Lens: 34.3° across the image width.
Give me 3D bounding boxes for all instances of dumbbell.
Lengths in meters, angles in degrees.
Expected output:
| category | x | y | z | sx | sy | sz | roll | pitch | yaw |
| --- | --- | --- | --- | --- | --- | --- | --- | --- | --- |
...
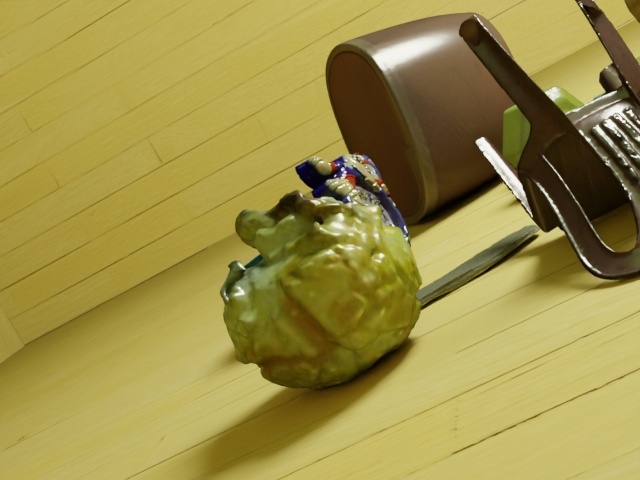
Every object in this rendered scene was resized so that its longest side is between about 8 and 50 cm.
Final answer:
| category | x | y | z | sx | sy | sz | roll | pitch | yaw |
| --- | --- | --- | --- | --- | --- | --- | --- | --- | --- |
| dumbbell | 0.323 | -0.139 | 1.195 | 0.108 | 0.121 | 0.302 | -60 | 14 | -14 |

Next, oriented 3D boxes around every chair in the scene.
| category | x | y | z | sx | sy | sz | roll | pitch | yaw |
| --- | --- | --- | --- | --- | --- | --- | --- | --- | --- |
| chair | 0.263 | -0.071 | 0.920 | 0.175 | 0.183 | 0.326 | -28 | 51 | 4 |

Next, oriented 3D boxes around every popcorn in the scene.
| category | x | y | z | sx | sy | sz | roll | pitch | yaw |
| --- | --- | --- | --- | --- | --- | --- | --- | --- | --- |
| popcorn | -0.013 | 0.036 | 0.945 | 0.197 | 0.213 | 0.198 | -20 | -27 | -10 |

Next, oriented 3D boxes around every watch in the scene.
| category | x | y | z | sx | sy | sz | roll | pitch | yaw |
| --- | --- | --- | --- | --- | --- | --- | --- | --- | --- |
| watch | 0.002 | 0.006 | 1.315 | 0.200 | 0.171 | 0.196 | -39 | -9 | 18 |

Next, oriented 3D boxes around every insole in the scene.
| category | x | y | z | sx | sy | sz | roll | pitch | yaw |
| --- | --- | --- | --- | --- | --- | --- | --- | --- | --- |
| insole | 0.144 | 0.034 | 1.055 | 0.192 | 0.010 | 0.063 | -31 | 6 | -9 |

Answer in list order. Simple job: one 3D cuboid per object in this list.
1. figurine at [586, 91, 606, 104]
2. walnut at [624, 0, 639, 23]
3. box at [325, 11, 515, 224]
| category | x | y | z | sx | sy | sz | roll | pitch | yaw |
| --- | --- | --- | --- | --- | --- | --- | --- | --- | --- |
| figurine | 0.435 | -0.207 | 1.402 | 0.149 | 0.087 | 0.086 | -28 | 44 | 17 |
| walnut | 0.589 | -0.447 | 1.464 | 0.381 | 0.381 | 0.381 | -29 | 6 | 4 |
| box | 0.168 | -0.192 | 1.560 | 0.216 | 0.301 | 0.301 | -22 | 5 | -15 |
